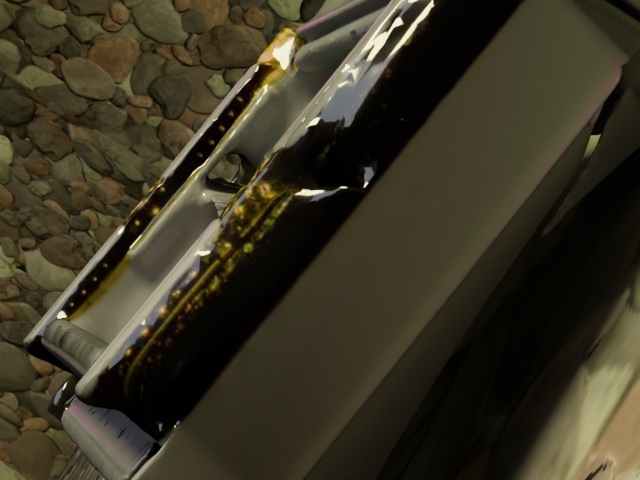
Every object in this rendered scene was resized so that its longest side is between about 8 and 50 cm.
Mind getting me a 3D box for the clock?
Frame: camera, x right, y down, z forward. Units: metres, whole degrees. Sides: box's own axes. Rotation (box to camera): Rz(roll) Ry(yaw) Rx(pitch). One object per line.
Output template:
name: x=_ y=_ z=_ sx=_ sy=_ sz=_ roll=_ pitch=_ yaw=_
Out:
clock: x=0.000 y=0.000 z=0.561 sx=0.186 sy=0.083 sz=0.253 roll=-51 pitch=10 yaw=-7
